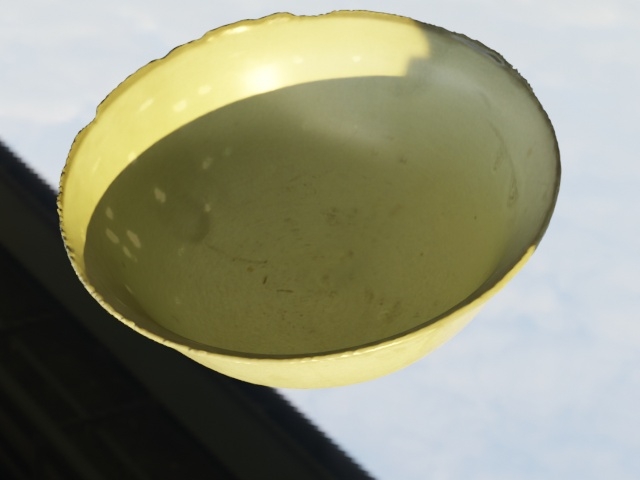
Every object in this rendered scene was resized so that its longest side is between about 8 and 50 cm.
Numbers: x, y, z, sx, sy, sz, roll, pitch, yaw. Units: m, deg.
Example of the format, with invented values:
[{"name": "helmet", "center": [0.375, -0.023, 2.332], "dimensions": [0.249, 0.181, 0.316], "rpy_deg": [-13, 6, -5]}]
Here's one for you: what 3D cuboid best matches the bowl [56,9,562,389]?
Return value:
[{"name": "bowl", "center": [0.000, 0.000, 1.008], "dimensions": [0.313, 0.146, 0.313], "rpy_deg": [-5, -132, 5]}]
